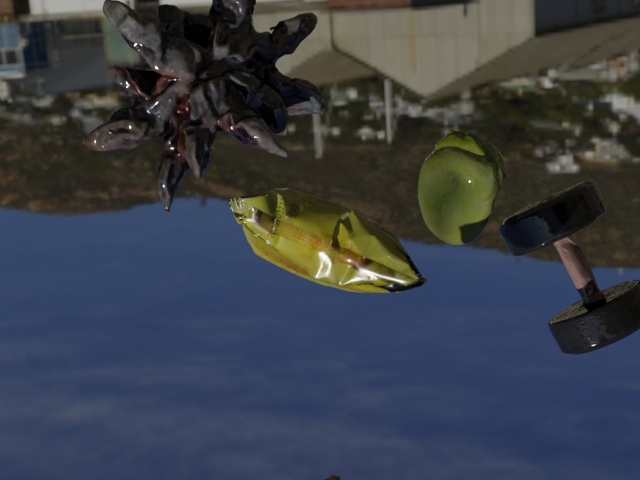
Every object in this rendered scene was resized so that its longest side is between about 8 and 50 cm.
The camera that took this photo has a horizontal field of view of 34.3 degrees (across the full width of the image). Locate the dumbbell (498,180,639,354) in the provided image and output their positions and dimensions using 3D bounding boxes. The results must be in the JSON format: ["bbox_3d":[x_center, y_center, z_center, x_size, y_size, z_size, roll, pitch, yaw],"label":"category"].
[{"bbox_3d":[0.370,0.039,1.501,0.152,0.218,0.152,-26,179,0],"label":"dumbbell"}]

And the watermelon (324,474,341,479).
[{"bbox_3d":[0.005,0.336,1.182,0.101,0.080,0.155,4,-147,-37],"label":"watermelon"}]

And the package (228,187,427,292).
[{"bbox_3d":[0.000,0.000,1.151,0.226,0.090,0.168,22,177,-8],"label":"package"}]

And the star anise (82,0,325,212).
[{"bbox_3d":[-0.109,-0.163,1.062,0.282,0.212,0.129,-28,-178,-23],"label":"star anise"}]

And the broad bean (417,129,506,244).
[{"bbox_3d":[0.190,-0.074,1.438,0.082,0.174,0.124,-23,-117,-39],"label":"broad bean"}]
